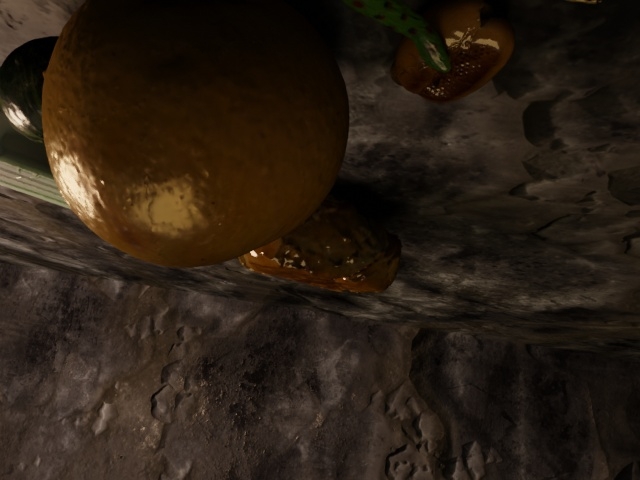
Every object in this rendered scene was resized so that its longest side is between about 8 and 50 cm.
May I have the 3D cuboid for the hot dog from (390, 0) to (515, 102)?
[{"bbox_3d":[0.116,-0.172,0.502,0.089,0.060,0.140,17,157,-12],"label":"hot dog"}]

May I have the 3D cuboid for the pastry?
[{"bbox_3d":[0.000,0.000,0.991,0.310,0.162,0.255,20,163,-39],"label":"pastry"}]

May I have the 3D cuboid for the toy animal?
[{"bbox_3d":[0.033,-0.203,0.403,0.216,0.075,0.041,17,164,-40],"label":"toy animal"}]

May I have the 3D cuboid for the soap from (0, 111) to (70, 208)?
[{"bbox_3d":[-0.473,-0.130,0.946,0.289,0.095,0.172,23,161,-39],"label":"soap"}]

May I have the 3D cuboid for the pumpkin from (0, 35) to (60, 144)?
[{"bbox_3d":[-0.280,-0.168,0.626,0.167,0.125,0.167,4,-172,-1],"label":"pumpkin"}]

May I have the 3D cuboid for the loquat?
[{"bbox_3d":[-0.114,-0.117,0.495,0.274,0.275,0.275,9,165,3],"label":"loquat"}]

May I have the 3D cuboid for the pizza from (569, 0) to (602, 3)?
[{"bbox_3d":[0.141,-0.201,0.363,0.178,0.041,0.130,3,-169,-35],"label":"pizza"}]
